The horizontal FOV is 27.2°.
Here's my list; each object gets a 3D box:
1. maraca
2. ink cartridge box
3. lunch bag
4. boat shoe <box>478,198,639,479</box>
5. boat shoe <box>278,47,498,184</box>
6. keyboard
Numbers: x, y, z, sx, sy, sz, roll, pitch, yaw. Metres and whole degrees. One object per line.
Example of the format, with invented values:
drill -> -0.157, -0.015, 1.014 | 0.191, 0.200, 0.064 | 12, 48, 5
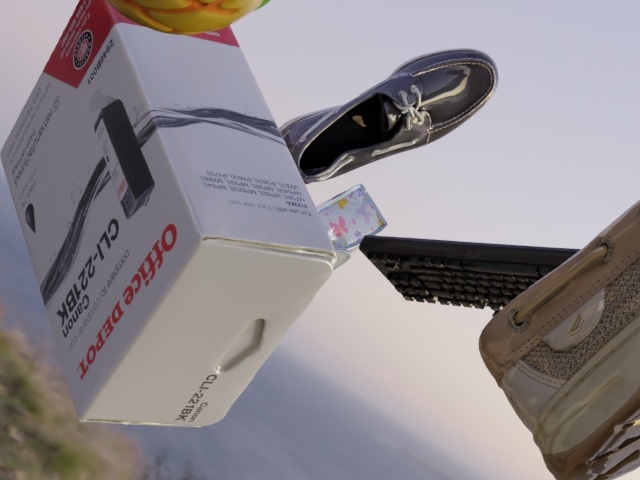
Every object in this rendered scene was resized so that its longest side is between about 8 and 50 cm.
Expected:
maraca -> -0.075, -0.174, 0.726 | 0.127, 0.099, 0.186 | 26, -18, -12
ink cartridge box -> -0.122, -0.028, 0.962 | 0.114, 0.197, 0.273 | 7, 43, -37
lunch bag -> 0.000, 0.000, 1.047 | 0.071, 0.083, 0.053 | -33, -94, 46
boat shoe -> 0.213, -0.025, 0.640 | 0.122, 0.341, 0.110 | 23, 28, -53
boat shoe -> 0.061, -0.099, 1.098 | 0.065, 0.206, 0.075 | -127, -165, -71
keyboard -> 0.120, 0.032, 0.868 | 0.180, 0.023, 0.108 | 5, -23, 40
